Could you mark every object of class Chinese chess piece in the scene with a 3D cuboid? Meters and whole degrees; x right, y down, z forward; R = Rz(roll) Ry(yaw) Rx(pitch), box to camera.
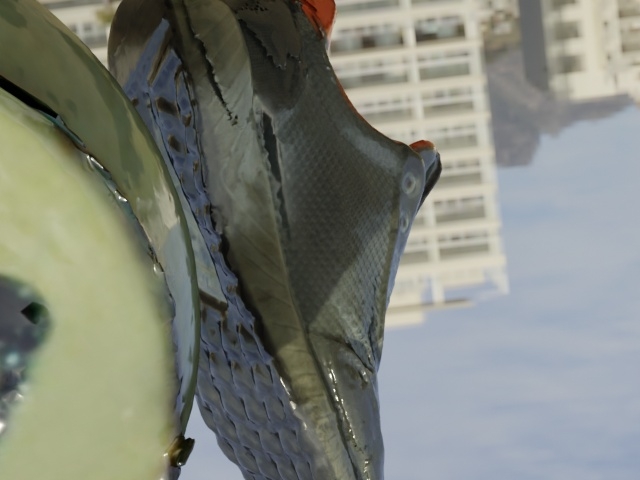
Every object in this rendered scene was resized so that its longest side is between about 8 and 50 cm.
[{"bbox_3d":[-0.222,0.041,0.626,0.349,0.349,0.146,-9,-154,-10],"label":"Chinese chess piece"}]

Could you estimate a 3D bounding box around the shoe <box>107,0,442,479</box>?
[{"bbox_3d":[0.000,0.000,0.913,0.171,0.336,0.132,-20,-173,-30],"label":"shoe"}]
